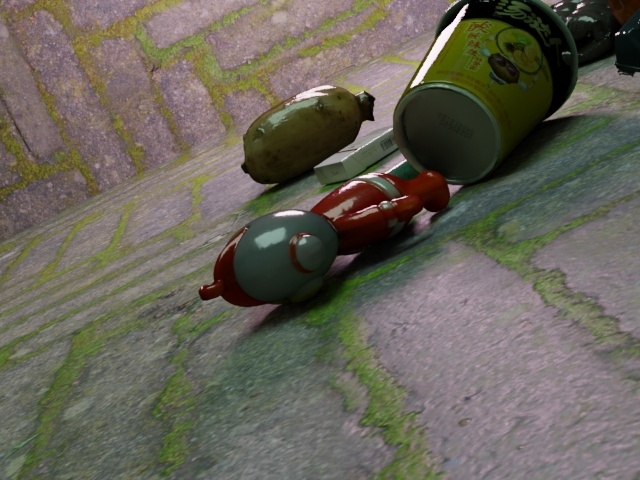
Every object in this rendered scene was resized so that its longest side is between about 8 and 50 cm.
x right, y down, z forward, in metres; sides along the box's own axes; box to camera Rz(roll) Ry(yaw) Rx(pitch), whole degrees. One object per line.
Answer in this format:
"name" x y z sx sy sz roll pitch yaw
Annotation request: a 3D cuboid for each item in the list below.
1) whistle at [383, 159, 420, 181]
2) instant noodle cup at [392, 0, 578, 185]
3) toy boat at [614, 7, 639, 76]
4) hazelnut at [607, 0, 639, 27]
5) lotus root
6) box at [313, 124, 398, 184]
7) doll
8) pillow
"whistle" 0.148 -0.113 1.551 0.186 0.039 0.039 -33 14 -30
"instant noodle cup" 0.204 -0.192 1.430 0.216 0.215 0.236 -16 24 40
"toy boat" 0.512 -0.308 1.411 0.296 0.122 0.114 -41 38 -17
"hazelnut" 0.529 -0.404 1.736 0.150 0.150 0.150 -25 12 6
"lotus root" -0.026 -0.209 2.056 0.284 0.146 0.160 -24 30 -1
"box" 0.071 -0.148 1.848 0.154 0.040 0.084 -35 17 -32
"doll" 0.000 0.000 1.263 0.336 0.105 0.200 -25 11 -35
"pillow" 0.381 -0.344 1.907 0.326 0.101 0.228 -19 17 36
